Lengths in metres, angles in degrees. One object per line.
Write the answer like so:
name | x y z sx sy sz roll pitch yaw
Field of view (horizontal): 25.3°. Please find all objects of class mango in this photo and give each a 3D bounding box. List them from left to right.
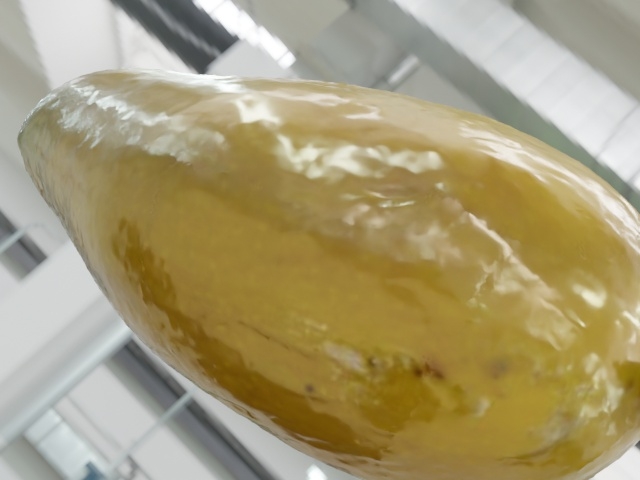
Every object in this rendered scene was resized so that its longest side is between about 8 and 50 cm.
mango | 0.000 0.000 0.511 0.317 0.176 0.119 24 -68 43
